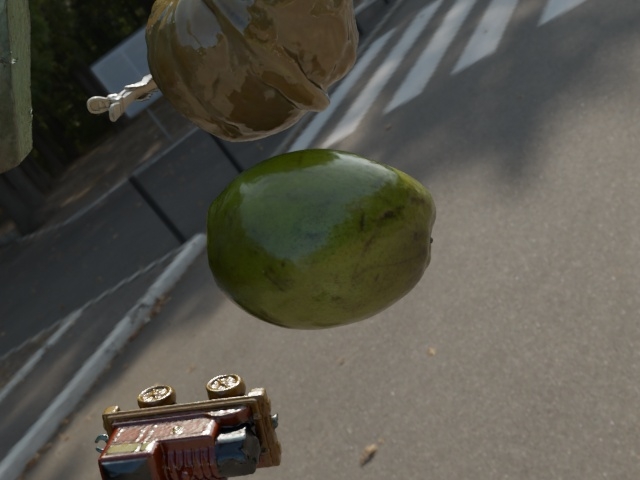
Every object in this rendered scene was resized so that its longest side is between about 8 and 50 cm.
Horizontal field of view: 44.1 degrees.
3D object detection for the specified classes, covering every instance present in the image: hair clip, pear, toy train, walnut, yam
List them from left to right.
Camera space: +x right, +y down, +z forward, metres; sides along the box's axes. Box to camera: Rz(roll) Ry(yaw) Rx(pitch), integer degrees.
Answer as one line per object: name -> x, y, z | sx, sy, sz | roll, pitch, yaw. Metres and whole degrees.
yam -> -0.497, -0.217, 1.090 | 0.201, 0.271, 0.202 | -8, 15, -6
hair clip -> -0.351, -0.285, 1.506 | 0.072, 0.034, 0.226 | 17, 37, 21
toy train -> -0.260, 0.382, 1.471 | 0.369, 0.163, 0.232 | -9, 19, 8
walnut -> -0.092, -0.279, 1.088 | 0.296, 0.285, 0.285 | -42, 15, 14
pear -> 0.000, 0.000, 1.064 | 0.307, 0.253, 0.253 | 4, 24, 5
